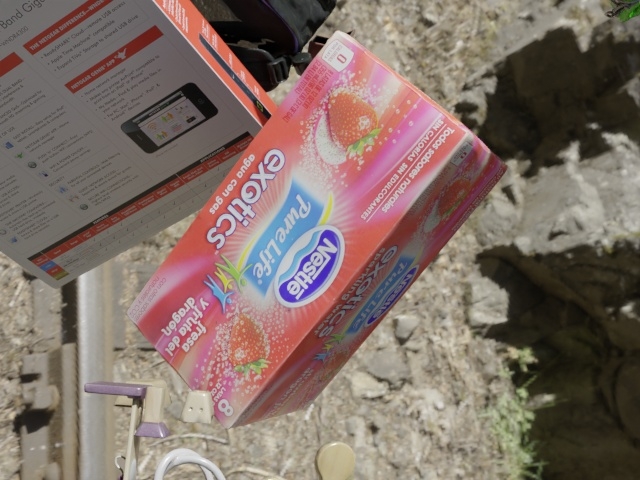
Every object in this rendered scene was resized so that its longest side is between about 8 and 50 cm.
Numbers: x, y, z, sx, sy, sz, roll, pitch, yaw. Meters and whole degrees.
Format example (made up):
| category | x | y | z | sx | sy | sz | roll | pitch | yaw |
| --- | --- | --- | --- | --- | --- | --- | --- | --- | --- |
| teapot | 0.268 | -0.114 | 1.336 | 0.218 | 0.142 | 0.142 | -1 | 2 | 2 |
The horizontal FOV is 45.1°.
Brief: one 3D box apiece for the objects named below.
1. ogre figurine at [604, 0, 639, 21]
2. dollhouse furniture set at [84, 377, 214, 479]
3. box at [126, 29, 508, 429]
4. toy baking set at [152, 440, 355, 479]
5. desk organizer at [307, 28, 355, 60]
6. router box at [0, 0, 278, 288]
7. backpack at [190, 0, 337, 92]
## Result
| category | x | y | z | sx | sy | sz | roll | pitch | yaw |
| --- | --- | --- | --- | --- | --- | --- | --- | --- | --- |
| ogre figurine | 0.227 | -0.281 | 0.616 | 0.118 | 0.097 | 0.197 | -63 | 151 | -81 |
| dollhouse furniture set | -0.122 | 0.150 | 0.584 | 0.091 | 0.114 | 0.081 | 4 | 83 | 2 |
| box | 0.000 | 0.000 | 0.661 | 0.142 | 0.300 | 0.154 | 43 | 12 | 22 |
| toy baking set | -0.046 | 0.240 | 0.532 | 0.256 | 0.030 | 0.196 | 2 | 83 | -22 |
| desk organizer | 0.012 | -0.236 | 0.979 | 0.047 | 0.050 | 0.130 | 13 | 27 | 3 |
| router box | -0.250 | -0.123 | 0.785 | 0.301 | 0.336 | 0.082 | 48 | 22 | -41 |
| backpack | -0.133 | -0.321 | 0.901 | 0.276 | 0.263 | 0.213 | 52 | 56 | -28 |
